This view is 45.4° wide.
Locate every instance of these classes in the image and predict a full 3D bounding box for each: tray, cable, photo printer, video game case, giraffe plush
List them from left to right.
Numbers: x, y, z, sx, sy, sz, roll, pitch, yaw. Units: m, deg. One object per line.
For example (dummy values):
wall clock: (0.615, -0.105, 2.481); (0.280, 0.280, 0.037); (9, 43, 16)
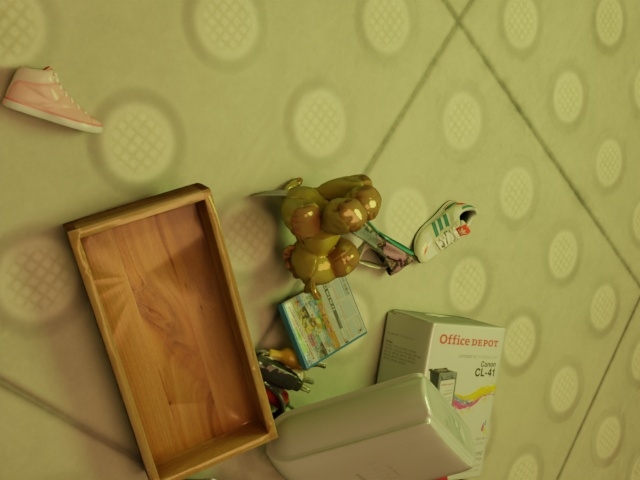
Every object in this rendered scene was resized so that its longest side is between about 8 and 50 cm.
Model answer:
tray: (-0.213, 0.142, 1.128); (0.202, 0.076, 0.411); (-19, 108, -19)
cable: (-0.125, 0.202, 1.262); (0.287, 0.072, 0.139); (34, 92, -24)
giraffe plush: (0.000, 0.000, 1.239); (0.181, 0.210, 0.171); (-42, 129, -55)
video game case: (0.006, 0.137, 1.325); (0.166, 0.015, 0.119); (-24, 93, -46)
photo printer: (0.076, 0.343, 1.279); (0.256, 0.307, 0.107); (51, 25, -48)

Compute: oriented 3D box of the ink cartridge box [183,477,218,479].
ink cartridge box: (-0.168, 0.488, 1.183); (0.148, 0.086, 0.203); (39, 49, -37)

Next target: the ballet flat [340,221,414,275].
ballet flat: (0.082, 0.001, 1.377); (0.221, 0.077, 0.079); (37, 93, -36)

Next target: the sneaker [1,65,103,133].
sneaker: (-0.345, -0.189, 1.014); (0.134, 0.051, 0.070); (17, 91, -35)

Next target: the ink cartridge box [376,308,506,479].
ink cartridge box: (0.224, 0.302, 1.489); (0.226, 0.131, 0.306); (9, 92, -39)

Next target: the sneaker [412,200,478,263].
sneaker: (0.248, -0.017, 1.496); (0.161, 0.075, 0.057); (-47, 122, -24)
